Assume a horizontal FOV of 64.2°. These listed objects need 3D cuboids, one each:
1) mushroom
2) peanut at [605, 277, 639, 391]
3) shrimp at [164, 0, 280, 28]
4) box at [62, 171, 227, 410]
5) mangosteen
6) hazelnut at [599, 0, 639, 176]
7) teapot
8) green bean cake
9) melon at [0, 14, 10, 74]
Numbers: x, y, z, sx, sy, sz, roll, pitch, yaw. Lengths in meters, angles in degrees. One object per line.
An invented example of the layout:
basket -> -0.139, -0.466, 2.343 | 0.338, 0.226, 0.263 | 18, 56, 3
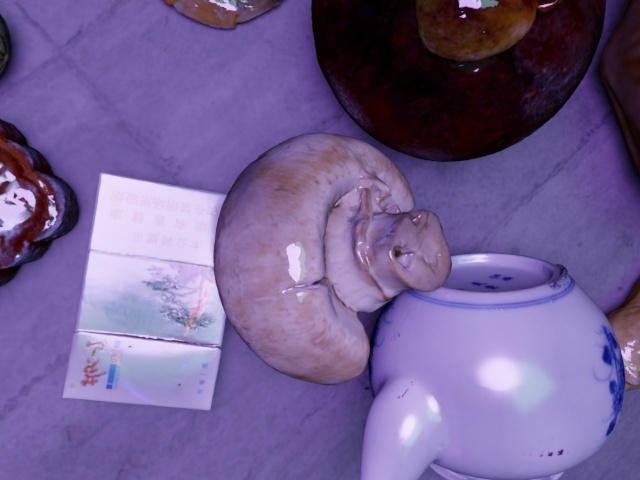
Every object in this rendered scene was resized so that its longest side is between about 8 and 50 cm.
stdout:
mushroom -> 0.000, 0.000, 0.495 | 0.189, 0.195, 0.253 | 34, 63, -36
peanut -> 0.464, 0.104, 0.690 | 0.263, 0.117, 0.101 | -41, 131, -12
shrimp -> -0.067, -0.364, 0.575 | 0.296, 0.058, 0.169 | -41, 110, -7
box -> -0.175, 0.056, 0.550 | 0.150, 0.067, 0.232 | 9, 90, -13
mangosteen -> 0.126, -0.224, 0.504 | 0.298, 0.293, 0.296 | 10, 116, 20
hazelnut -> 0.570, -0.215, 0.587 | 0.403, 0.402, 0.428 | -7, 98, -14
teapot -> 0.183, 0.162, 0.552 | 0.424, 0.252, 0.279 | -16, 107, -36
green bean cake -> -0.376, -0.026, 0.481 | 0.233, 0.097, 0.198 | -38, 100, -9
melon -> -0.379, -0.200, 0.468 | 0.168, 0.114, 0.114 | 15, 88, -13
